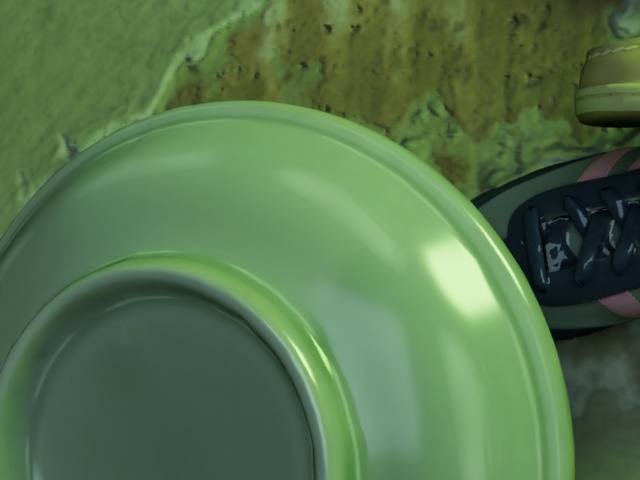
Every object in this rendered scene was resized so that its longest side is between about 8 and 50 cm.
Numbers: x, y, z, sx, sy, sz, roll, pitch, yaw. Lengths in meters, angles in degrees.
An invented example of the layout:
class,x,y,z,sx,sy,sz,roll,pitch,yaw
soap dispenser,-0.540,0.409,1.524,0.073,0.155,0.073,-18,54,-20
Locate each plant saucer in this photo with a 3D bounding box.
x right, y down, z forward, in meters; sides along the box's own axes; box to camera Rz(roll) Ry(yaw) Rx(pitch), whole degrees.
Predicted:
class,x,y,z,sx,sy,sz,roll,pitch,yaw
plant saucer,-0.070,0.118,0.642,0.401,0.100,0.400,0,89,24

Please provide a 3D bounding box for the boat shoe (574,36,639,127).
class,x,y,z,sx,sy,sz,roll,pitch,yaw
boat shoe,0.296,-0.140,0.653,0.341,0.121,0.110,-15,95,-8

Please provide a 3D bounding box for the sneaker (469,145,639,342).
class,x,y,z,sx,sy,sz,roll,pitch,yaw
sneaker,0.202,-0.019,0.659,0.319,0.131,0.112,-15,74,8
